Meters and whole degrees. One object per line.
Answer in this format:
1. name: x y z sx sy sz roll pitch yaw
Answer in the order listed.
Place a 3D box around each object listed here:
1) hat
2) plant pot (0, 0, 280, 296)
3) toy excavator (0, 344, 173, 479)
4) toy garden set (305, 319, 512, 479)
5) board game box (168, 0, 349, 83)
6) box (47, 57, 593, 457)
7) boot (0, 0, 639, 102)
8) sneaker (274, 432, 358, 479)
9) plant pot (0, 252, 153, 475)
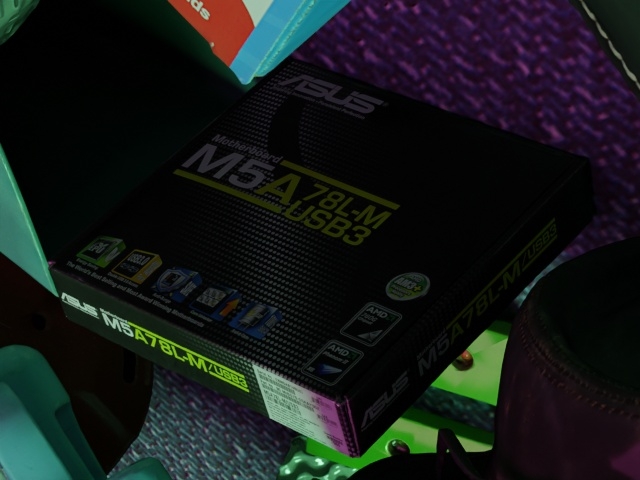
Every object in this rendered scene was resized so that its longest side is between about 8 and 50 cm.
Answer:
1. hat: 0.142 0.071 0.757 0.331 0.331 0.134 12 108 45
2. plant pot: -0.166 -0.118 1.015 0.234 0.166 0.165 28 146 40
3. toy excavator: -0.203 0.117 1.026 0.445 0.222 0.433 54 165 7
4. toy garden set: 0.092 0.146 1.070 0.204 0.049 0.244 16 120 17
5. board game box: -0.015 -0.248 0.509 0.302 0.308 0.086 45 149 1
6. box: 0.000 0.000 0.914 0.191 0.184 0.045 23 144 36
7. boot: -0.008 -0.125 0.612 0.377 0.284 0.138 60 160 1
8. sneaker: 0.037 0.241 1.239 0.146 0.102 0.293 -84 -21 -79
9. plant pot: -0.265 0.102 1.318 0.272 0.272 0.265 52 142 -10
